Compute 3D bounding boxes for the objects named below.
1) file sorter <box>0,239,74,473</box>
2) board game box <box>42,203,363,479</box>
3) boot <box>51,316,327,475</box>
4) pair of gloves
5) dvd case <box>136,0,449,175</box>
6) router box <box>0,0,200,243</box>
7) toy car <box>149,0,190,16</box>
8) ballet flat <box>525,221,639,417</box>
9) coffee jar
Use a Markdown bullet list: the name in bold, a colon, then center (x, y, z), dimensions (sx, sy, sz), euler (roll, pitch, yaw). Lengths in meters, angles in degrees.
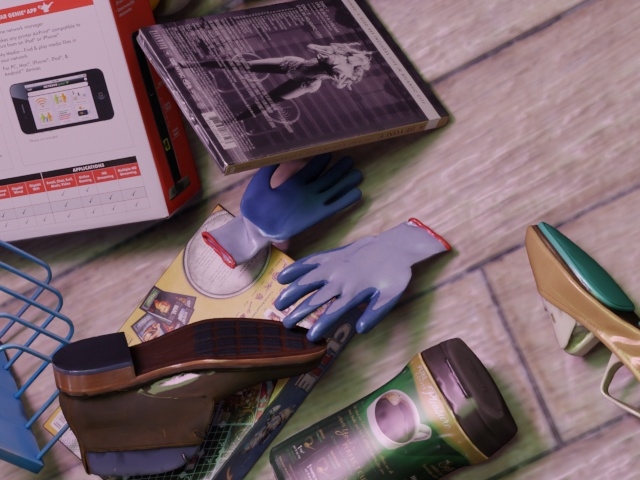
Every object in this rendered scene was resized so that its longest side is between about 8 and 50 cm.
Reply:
- **file sorter**: center (-0.272, 0.087, 1.560), dimensions (0.104, 0.118, 0.170), euler (-47, 41, 14)
- **board game box**: center (-0.098, 0.111, 1.558), dimensions (0.165, 0.042, 0.243), euler (36, 86, 30)
- **boot**: center (-0.101, 0.127, 1.497), dimensions (0.219, 0.106, 0.082), euler (-5, 24, -3)
- **pair of gloves**: center (0.000, 0.000, 1.541), dimensions (0.159, 0.023, 0.198), euler (-33, 54, -26)
- **dvd case**: center (-0.023, -0.137, 1.565), dimensions (0.221, 0.018, 0.164), euler (-15, 55, -30)
- **router box**: center (-0.303, -0.148, 1.625), dimensions (0.335, 0.082, 0.301), euler (-8, 107, 20)
- **toy car**: center (-0.212, -0.262, 1.717), dimensions (0.136, 0.159, 0.182), euler (-46, 54, 46)
- **ballet flat**: center (0.223, 0.077, 1.423), dimensions (0.232, 0.080, 0.073), euler (44, 105, 32)
- **coffee jar**: center (0.058, 0.159, 1.453), dimensions (0.184, 0.079, 0.096), euler (-33, 58, 8)
